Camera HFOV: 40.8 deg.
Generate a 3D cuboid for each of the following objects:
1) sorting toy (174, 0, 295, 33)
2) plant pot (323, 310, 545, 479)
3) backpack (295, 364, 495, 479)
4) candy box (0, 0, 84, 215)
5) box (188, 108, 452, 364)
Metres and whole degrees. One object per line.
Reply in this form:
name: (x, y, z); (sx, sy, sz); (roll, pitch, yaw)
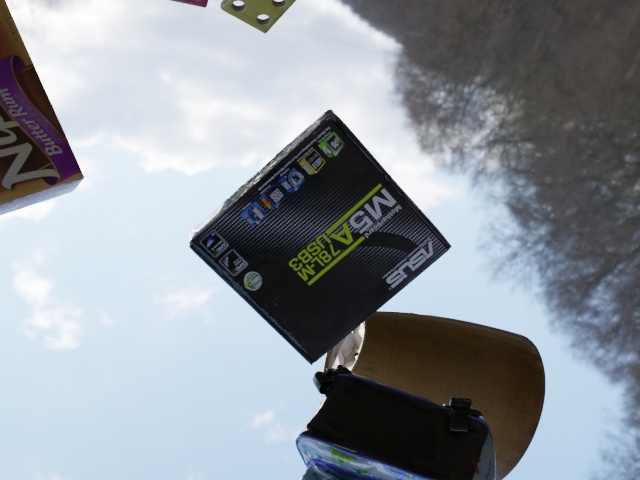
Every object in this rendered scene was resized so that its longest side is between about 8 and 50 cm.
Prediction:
sorting toy: (-0.047, -0.273, 0.624); (0.132, 0.274, 0.046); (6, -126, -13)
plant pot: (0.140, 0.199, 1.220); (0.254, 0.237, 0.237); (24, -157, -17)
backpack: (0.042, 0.141, 0.481); (0.105, 0.114, 0.084); (11, -127, 29)
candy box: (-0.294, -0.115, 0.739); (0.109, 0.053, 0.186); (-23, -91, -35)
box: (0.000, 0.000, 0.852); (0.184, 0.191, 0.045); (48, -172, -17)
